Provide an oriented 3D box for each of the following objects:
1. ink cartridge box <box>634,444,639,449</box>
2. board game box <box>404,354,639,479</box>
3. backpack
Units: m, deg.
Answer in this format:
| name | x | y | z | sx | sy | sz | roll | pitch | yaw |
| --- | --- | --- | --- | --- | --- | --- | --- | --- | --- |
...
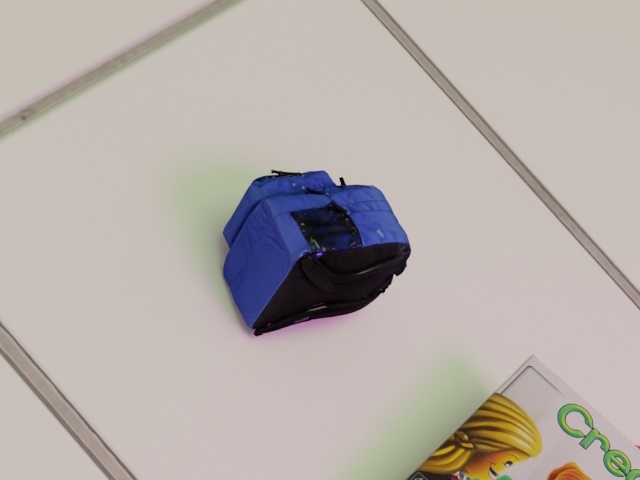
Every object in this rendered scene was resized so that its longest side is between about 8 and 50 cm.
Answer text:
| name | x | y | z | sx | sy | sz | roll | pitch | yaw |
| --- | --- | --- | --- | --- | --- | --- | --- | --- | --- |
| ink cartridge box | 0.319 | 0.265 | 1.182 | 0.181 | 0.056 | 0.224 | 18 | 54 | -23 |
| board game box | 0.198 | 0.243 | 1.066 | 0.305 | 0.053 | 0.193 | 42 | 53 | 12 |
| backpack | 0.000 | 0.000 | 1.116 | 0.120 | 0.098 | 0.101 | -6 | 61 | -35 |
